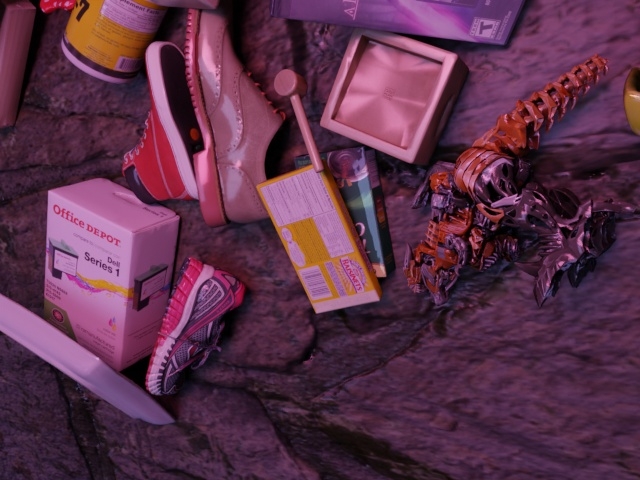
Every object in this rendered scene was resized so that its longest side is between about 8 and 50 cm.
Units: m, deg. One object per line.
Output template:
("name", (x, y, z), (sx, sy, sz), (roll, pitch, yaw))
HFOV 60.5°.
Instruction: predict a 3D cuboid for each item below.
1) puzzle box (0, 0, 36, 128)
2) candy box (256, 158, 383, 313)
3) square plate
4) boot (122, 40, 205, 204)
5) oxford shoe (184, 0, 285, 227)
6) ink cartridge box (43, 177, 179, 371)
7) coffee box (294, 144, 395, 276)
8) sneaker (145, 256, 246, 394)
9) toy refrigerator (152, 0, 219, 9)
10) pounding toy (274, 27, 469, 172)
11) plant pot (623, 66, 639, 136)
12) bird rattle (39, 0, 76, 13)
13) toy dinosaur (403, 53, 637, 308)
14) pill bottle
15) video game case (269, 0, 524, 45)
("puzzle box", (-0.692, -0.442, 1.016), (0.409, 0.052, 0.272), (46, 130, 9))
("candy box", (0.000, 0.000, 0.749), (0.105, 0.027, 0.206), (-16, 107, 27))
("square plate", (-0.455, 0.214, 0.992), (0.347, 0.049, 0.344), (23, 154, 20))
("boot", (-0.268, -0.178, 0.872), (0.176, 0.088, 0.244), (-2, 107, 30))
("oxford shoe", (-0.116, -0.195, 0.787), (0.130, 0.123, 0.348), (-3, 103, 2))
("ink cartridge box", (-0.377, 0.056, 0.978), (0.201, 0.117, 0.278), (24, 115, 21))
("coffee box", (0.035, -0.036, 0.773), (0.113, 0.040, 0.184), (-4, 103, 28))
("sneaker", (-0.220, 0.168, 0.934), (0.112, 0.121, 0.299), (20, 126, -11))
("toy refrigerator", (-0.157, -0.437, 0.673), (0.102, 0.094, 0.270), (15, 90, 24))
("pounding toy", (0.048, -0.166, 0.687), (0.206, 0.094, 0.181), (27, 106, 20))
("plant pot", (0.381, -0.172, 0.446), (0.227, 0.228, 0.207), (24, 122, 20))
("bird rattle", (-0.438, -0.471, 0.844), (0.253, 0.143, 0.207), (29, 115, 16))
("toy dinosaur", (0.210, -0.044, 0.624), (0.218, 0.164, 0.322), (44, 143, 29))
("pill bottle", (-0.292, -0.350, 0.811), (0.119, 0.119, 0.208), (45, 120, 10))
("video game case", (0.097, -0.304, 0.541), (0.274, 0.026, 0.196), (1, 134, -14))
